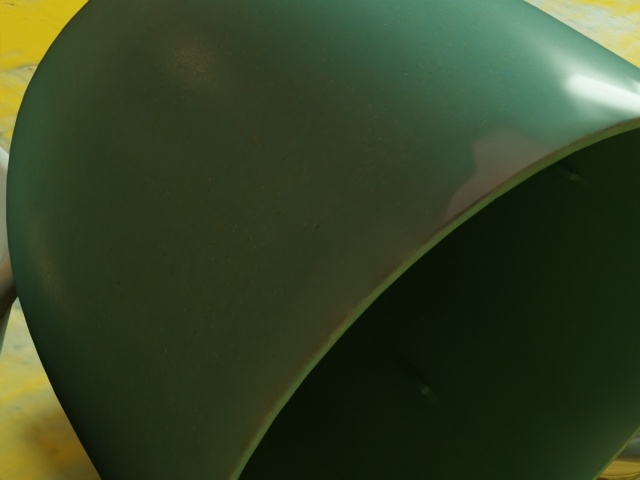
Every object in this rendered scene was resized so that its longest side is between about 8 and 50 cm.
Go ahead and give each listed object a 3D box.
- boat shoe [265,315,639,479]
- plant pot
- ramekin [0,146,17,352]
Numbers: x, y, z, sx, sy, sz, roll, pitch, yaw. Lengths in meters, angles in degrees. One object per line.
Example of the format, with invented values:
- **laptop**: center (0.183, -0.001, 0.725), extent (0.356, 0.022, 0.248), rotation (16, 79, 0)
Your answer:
- **boat shoe**: center (0.040, 0.084, 0.815), extent (0.321, 0.103, 0.118), rotation (7, 57, -4)
- **plant pot**: center (0.000, 0.000, 0.643), extent (0.293, 0.293, 0.235), rotation (-14, 47, -41)
- **ramekin**: center (-0.283, 0.031, 0.712), extent (0.277, 0.135, 0.277), rotation (11, 28, -6)
